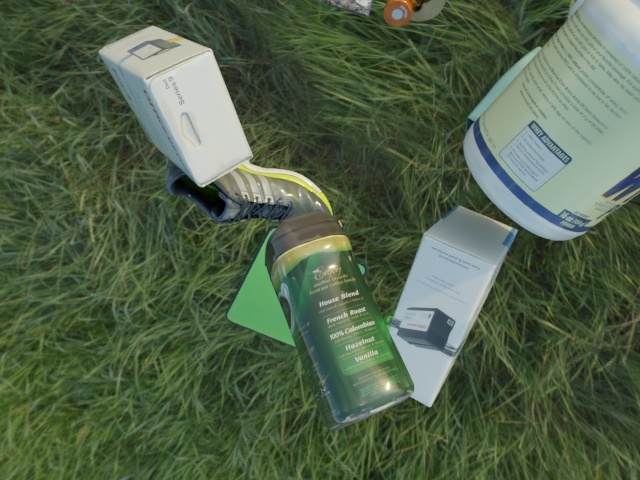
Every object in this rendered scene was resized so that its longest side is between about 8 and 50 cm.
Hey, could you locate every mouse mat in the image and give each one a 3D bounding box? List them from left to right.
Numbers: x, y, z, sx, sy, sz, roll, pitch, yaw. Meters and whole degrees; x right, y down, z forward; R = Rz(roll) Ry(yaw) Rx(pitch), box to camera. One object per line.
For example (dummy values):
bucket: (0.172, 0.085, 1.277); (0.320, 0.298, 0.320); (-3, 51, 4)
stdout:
mouse mat: (-0.039, 0.077, 0.688); (0.152, 0.007, 0.190); (24, 118, -12)

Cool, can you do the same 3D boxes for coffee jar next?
coffee jar: (0.010, 0.068, 0.434); (0.096, 0.079, 0.184); (107, 142, -63)

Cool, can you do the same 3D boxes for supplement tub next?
supplement tub: (0.383, -0.179, 0.643); (0.235, 0.235, 0.325); (38, 132, -1)

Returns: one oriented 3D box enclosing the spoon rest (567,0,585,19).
spoon rest: (0.792, -0.653, 1.248); (0.276, 0.137, 0.084); (-27, 93, 14)

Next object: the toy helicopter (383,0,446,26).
toy helicopter: (0.288, -0.780, 1.310); (0.235, 0.140, 0.355); (3, 143, 15)

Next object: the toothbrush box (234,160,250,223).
toothbrush box: (-0.261, -0.200, 1.384); (0.122, 0.283, 0.206); (-17, 70, -5)

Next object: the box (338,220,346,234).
box: (0.000, 0.000, 1.405); (0.059, 0.169, 0.054); (-19, 99, 46)

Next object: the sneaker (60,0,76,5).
sneaker: (-0.247, -0.258, 0.412); (0.067, 0.118, 0.042); (35, 79, -10)

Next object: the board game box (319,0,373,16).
board game box: (-0.042, -0.463, 0.735); (0.291, 0.232, 0.141); (17, 115, -2)

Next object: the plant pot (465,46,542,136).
plant pot: (0.490, -0.322, 1.143); (0.165, 0.165, 0.234); (38, 95, 16)

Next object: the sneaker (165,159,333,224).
sneaker: (-0.121, -0.066, 0.796); (0.300, 0.121, 0.111); (20, 130, -11)

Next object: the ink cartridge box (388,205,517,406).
ink cartridge box: (0.233, 0.116, 0.897); (0.129, 0.223, 0.307); (26, 118, 20)

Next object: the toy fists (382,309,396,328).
toy fists: (0.287, 0.244, 1.463); (0.279, 0.096, 0.142); (-42, 77, -13)

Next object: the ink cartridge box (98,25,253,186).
ink cartridge box: (-0.198, -0.187, 0.648); (0.212, 0.093, 0.154); (39, 156, 45)
